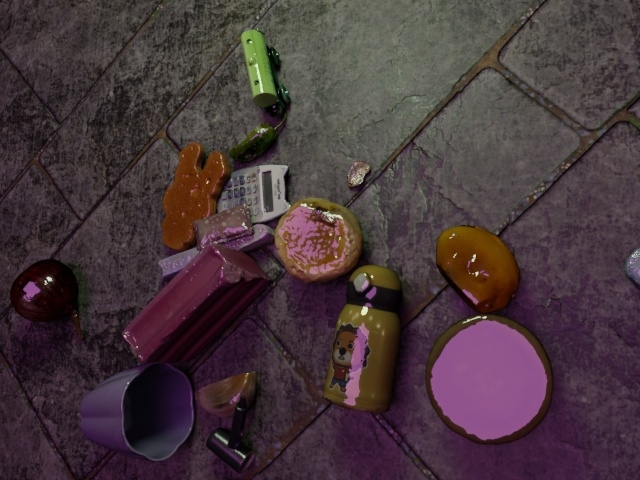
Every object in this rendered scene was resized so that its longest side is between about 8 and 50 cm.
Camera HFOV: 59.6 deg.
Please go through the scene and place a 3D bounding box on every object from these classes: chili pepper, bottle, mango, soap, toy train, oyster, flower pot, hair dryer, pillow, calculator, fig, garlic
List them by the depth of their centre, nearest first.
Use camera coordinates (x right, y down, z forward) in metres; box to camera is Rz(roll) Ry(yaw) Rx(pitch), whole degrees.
[{"bbox_3d":[0.377,0.060,1.348,0.166,0.136,0.236,-38,65,-3],"label":"mango"},{"bbox_3d":[0.114,0.235,1.397,0.171,0.171,0.351,6,83,22],"label":"bottle"},{"bbox_3d":[-0.232,0.495,1.492,0.128,0.070,0.255,26,121,24],"label":"hair dryer"},{"bbox_3d":[-0.332,0.181,1.542,0.359,0.233,0.128,-44,68,9],"label":"soap"},{"bbox_3d":[0.101,-0.181,1.549,0.054,0.019,0.083,31,91,21],"label":"oyster"},{"bbox_3d":[-0.257,0.440,1.555,0.195,0.087,0.101,-24,60,19],"label":"garlic"},{"bbox_3d":[-0.533,0.481,1.568,0.243,0.265,0.265,-12,77,28],"label":"flower pot"},{"bbox_3d":[-0.283,-0.042,1.598,0.185,0.043,0.118,-21,56,10],"label":"pillow"},{"bbox_3d":[-0.169,-0.491,1.625,0.105,0.157,0.253,-16,74,15],"label":"toy train"},{"bbox_3d":[-0.181,-0.300,1.645,0.204,0.072,0.073,-34,69,13],"label":"chili pepper"},{"bbox_3d":[-0.204,-0.131,1.645,0.268,0.040,0.177,-7,79,20],"label":"calculator"},{"bbox_3d":[-0.843,0.180,1.769,0.249,0.186,0.204,28,74,15],"label":"fig"}]

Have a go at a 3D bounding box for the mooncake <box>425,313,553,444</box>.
[{"bbox_3d":[0.387,0.313,1.288,0.284,0.155,0.284,-4,78,21],"label":"mooncake"}]

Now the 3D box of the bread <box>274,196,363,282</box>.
[{"bbox_3d":[0.000,0.000,1.499,0.244,0.134,0.244,-3,79,17],"label":"bread"}]

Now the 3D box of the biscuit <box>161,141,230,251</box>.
[{"bbox_3d":[-0.390,-0.128,1.705,0.202,0.047,0.334,21,92,29],"label":"biscuit"}]

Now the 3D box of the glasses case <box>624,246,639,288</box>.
[{"bbox_3d":[0.797,0.120,1.211,0.109,0.067,0.282,-46,68,5],"label":"glasses case"}]

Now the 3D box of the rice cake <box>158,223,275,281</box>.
[{"bbox_3d":[-0.312,0.034,1.644,0.399,0.070,0.064,-19,71,16],"label":"rice cake"}]
